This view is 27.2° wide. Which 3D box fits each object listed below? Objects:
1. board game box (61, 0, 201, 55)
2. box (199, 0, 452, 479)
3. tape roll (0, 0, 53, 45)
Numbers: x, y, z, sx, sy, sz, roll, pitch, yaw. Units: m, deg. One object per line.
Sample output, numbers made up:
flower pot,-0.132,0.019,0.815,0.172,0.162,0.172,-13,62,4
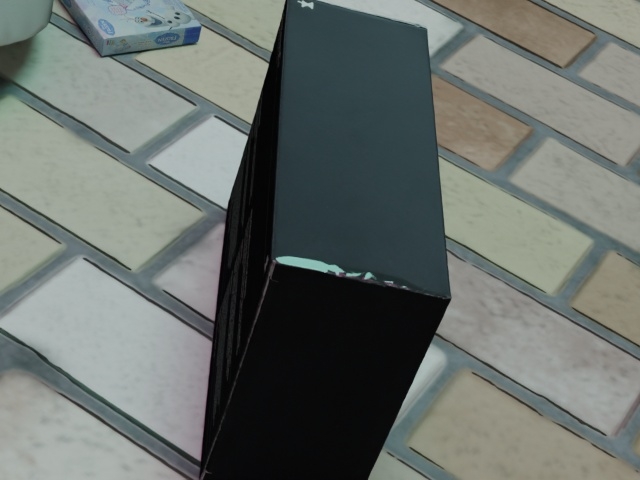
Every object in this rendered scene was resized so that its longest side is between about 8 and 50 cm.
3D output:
board game box,-0.160,-0.191,1.100,0.090,0.020,0.090,-13,48,-32
box,0.000,0.000,0.808,0.103,0.184,0.261,10,41,-8
tape roll,-0.334,-0.233,0.969,0.286,0.100,0.286,12,24,-6
